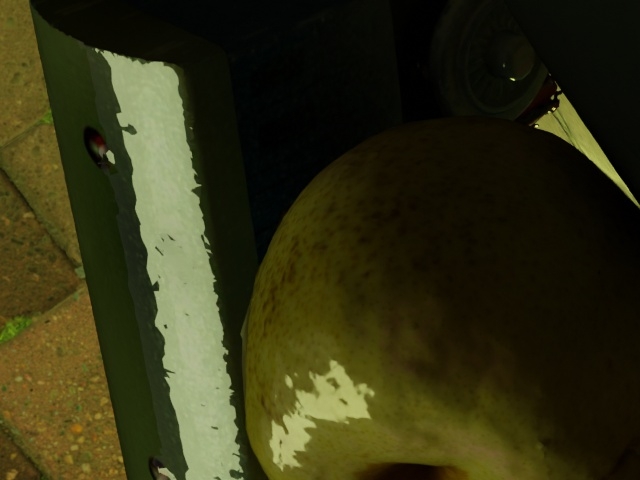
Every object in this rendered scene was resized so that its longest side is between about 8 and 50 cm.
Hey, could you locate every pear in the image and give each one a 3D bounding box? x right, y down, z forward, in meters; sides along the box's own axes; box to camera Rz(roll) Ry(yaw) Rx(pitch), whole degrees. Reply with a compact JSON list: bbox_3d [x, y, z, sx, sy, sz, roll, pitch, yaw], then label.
[{"bbox_3d":[0.053,0.036,0.727,0.178,0.178,0.178,56,-179,-1],"label":"pear"}]

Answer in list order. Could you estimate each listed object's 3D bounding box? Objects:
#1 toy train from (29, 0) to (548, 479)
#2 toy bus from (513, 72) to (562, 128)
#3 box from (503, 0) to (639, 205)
[{"bbox_3d":[0.000,0.000,0.848,0.131,0.202,0.299,26,133,44],"label":"toy train"},{"bbox_3d":[0.031,-0.140,0.952,0.235,0.073,0.096,57,174,-8],"label":"toy bus"},{"bbox_3d":[0.114,-0.035,0.601,0.201,0.042,0.212,56,180,-13],"label":"box"}]
